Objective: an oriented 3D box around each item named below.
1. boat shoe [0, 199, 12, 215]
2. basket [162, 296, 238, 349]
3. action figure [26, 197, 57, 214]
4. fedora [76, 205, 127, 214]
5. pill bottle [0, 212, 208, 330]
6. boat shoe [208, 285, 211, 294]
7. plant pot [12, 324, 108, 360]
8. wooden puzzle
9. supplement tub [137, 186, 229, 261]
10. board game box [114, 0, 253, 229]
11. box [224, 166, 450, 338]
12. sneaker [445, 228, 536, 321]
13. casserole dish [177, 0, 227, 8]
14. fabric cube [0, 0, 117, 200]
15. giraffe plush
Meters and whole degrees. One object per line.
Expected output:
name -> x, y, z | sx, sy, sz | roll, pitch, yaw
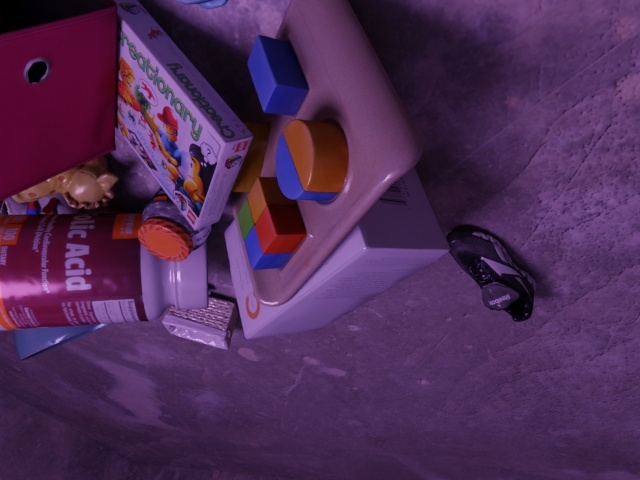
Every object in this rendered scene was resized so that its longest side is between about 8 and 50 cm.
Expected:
boat shoe -> -0.768, -0.129, 0.965 | 0.084, 0.079, 0.233 | -10, 117, 28
basket -> -0.307, 0.205, 1.170 | 0.167, 0.103, 0.113 | 14, 152, 3
action figure -> -0.719, 0.007, 1.095 | 0.091, 0.139, 0.280 | 29, 140, -11
fedora -> -0.491, 0.000, 1.044 | 0.194, 0.079, 0.194 | 10, 138, 9
pill bottle -> -0.428, 0.055, 0.895 | 0.392, 0.224, 0.224 | -2, 141, -14
boat shoe -> -0.347, 0.109, 1.138 | 0.142, 0.049, 0.040 | 12, 101, 1
plant pot -> -0.652, 0.155, 1.157 | 0.290, 0.290, 0.195 | -25, 88, 38
wooden puzzle -> -0.054, -0.121, 0.598 | 0.081, 0.322, 0.348 | 1, 147, -35
supplement tub -> -0.241, -0.061, 0.808 | 0.117, 0.190, 0.117 | 9, 138, 9
board game box -> -0.233, -0.188, 0.663 | 0.305, 0.053, 0.193 | 49, 138, 13
box -> 0.000, 0.000, 0.735 | 0.168, 0.215, 0.345 | 2, 151, -37
sneaker -> 0.318, 0.070, 0.818 | 0.234, 0.106, 0.078 | 37, 134, -20
casserole dish -> -0.177, -0.383, 0.557 | 0.114, 0.037, 0.188 | -2, 136, 22
fabric cube -> -0.461, -0.238, 0.599 | 0.259, 0.254, 0.258 | 38, 137, 7
giraffe plush -> -0.480, -0.132, 0.849 | 0.171, 0.210, 0.181 | 14, 177, -32
